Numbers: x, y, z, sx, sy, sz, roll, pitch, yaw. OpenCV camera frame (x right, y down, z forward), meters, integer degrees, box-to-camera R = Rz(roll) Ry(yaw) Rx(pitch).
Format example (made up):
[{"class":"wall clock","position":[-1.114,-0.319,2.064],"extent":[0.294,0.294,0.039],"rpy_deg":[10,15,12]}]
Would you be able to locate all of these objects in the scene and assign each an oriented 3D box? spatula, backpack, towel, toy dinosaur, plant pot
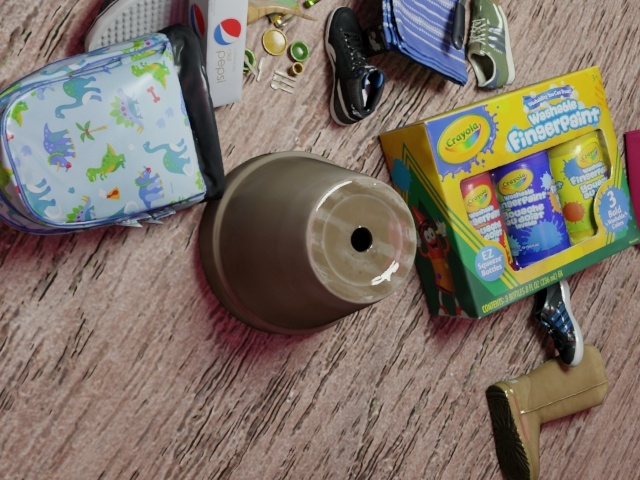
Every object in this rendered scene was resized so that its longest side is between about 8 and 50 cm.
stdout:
[{"class":"spatula","position":[0.278,-0.462,1.511],"extent":[0.084,0.030,0.296],"rpy_deg":[43,49,-33]},{"class":"backpack","position":[-0.326,-0.142,1.154],"extent":[0.355,0.273,0.290],"rpy_deg":[-12,109,-14]},{"class":"towel","position":[0.196,-0.469,1.459],"extent":[0.243,0.040,0.336],"rpy_deg":[13,72,-46]},{"class":"toy dinosaur","position":[-0.123,-0.393,1.345],"extent":[0.211,0.064,0.112],"rpy_deg":[-23,99,-23]},{"class":"plant pot","position":[0.000,0.000,1.282],"extent":[0.323,0.280,0.323],"rpy_deg":[1,87,-27]}]

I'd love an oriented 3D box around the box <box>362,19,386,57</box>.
[{"class":"box","position":[0.123,-0.376,1.460],"extent":[0.062,0.083,0.052],"rpy_deg":[-24,100,-25]}]

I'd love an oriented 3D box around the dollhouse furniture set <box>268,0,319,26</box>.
[{"class":"dollhouse furniture set","position":[-0.033,-0.444,1.396],"extent":[0.151,0.058,0.076],"rpy_deg":[-40,106,-22]}]

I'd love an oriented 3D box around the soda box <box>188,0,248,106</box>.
[{"class":"soda box","position":[-0.163,-0.318,1.249],"extent":[0.069,0.074,0.216],"rpy_deg":[-19,142,-26]}]

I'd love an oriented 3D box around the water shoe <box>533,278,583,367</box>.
[{"class":"water shoe","position":[0.474,0.163,1.627],"extent":[0.080,0.073,0.203],"rpy_deg":[-2,68,-16]}]

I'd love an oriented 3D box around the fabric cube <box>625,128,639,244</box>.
[{"class":"fabric cube","position":[0.853,-0.129,1.734],"extent":[0.259,0.254,0.258],"rpy_deg":[-6,93,-28]}]

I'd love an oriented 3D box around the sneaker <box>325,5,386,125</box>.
[{"class":"sneaker","position":[0.071,-0.319,1.411],"extent":[0.079,0.121,0.217],"rpy_deg":[-3,90,-28]}]

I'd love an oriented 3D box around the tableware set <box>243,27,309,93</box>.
[{"class":"tableware set","position":[-0.093,-0.327,1.383],"extent":[0.154,0.024,0.104],"rpy_deg":[19,80,-25]}]

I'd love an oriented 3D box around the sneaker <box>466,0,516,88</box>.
[{"class":"sneaker","position":[0.326,-0.392,1.573],"extent":[0.086,0.064,0.192],"rpy_deg":[-23,103,-30]}]

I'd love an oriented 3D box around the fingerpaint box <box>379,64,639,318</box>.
[{"class":"fingerpaint box","position":[0.380,-0.100,1.541],"extent":[0.445,0.163,0.371],"rpy_deg":[-20,98,-26]}]

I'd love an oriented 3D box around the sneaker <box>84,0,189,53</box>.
[{"class":"sneaker","position":[-0.247,-0.396,1.260],"extent":[0.321,0.127,0.126],"rpy_deg":[-38,144,-2]}]

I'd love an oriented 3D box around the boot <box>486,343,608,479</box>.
[{"class":"boot","position":[0.484,0.359,1.628],"extent":[0.269,0.089,0.236],"rpy_deg":[-13,95,-28]}]
